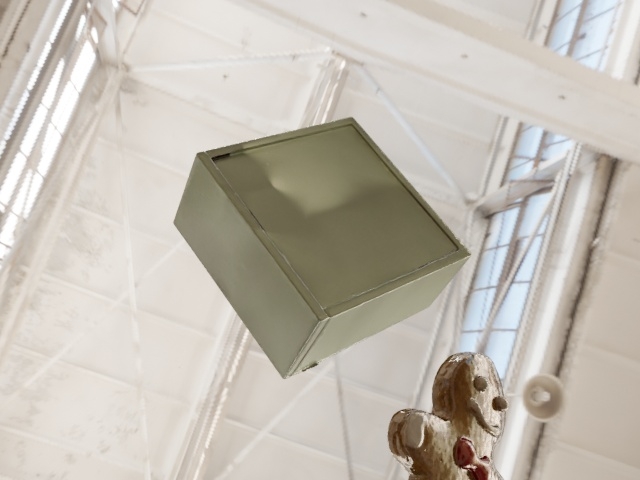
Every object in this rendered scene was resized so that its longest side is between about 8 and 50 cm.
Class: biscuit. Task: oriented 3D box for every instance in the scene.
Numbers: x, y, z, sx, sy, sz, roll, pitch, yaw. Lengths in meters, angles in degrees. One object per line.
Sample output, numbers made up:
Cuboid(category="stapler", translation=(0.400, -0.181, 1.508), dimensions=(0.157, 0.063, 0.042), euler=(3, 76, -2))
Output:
Cuboid(category="biscuit", translation=(0.089, 0.163, 0.526), dimensions=(0.138, 0.031, 0.205), euler=(47, -132, -29))

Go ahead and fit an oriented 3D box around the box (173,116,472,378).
Cuboid(category="box", translation=(0.000, 0.000, 0.877), dimensions=(0.225, 0.117, 0.225), euler=(-20, -118, -38))
